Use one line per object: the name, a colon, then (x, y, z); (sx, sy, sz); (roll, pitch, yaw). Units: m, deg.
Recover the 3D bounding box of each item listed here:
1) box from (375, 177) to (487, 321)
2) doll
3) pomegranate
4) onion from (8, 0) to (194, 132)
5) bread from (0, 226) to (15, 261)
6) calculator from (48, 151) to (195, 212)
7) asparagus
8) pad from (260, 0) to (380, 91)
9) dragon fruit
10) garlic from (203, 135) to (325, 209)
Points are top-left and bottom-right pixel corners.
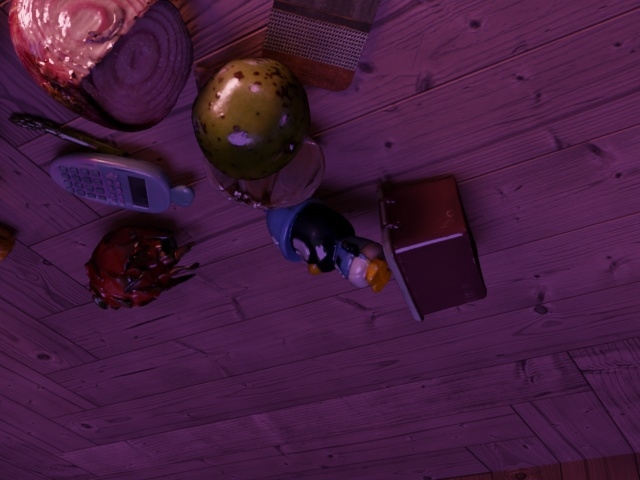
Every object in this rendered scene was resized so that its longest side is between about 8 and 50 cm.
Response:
box: (0.234, 0.016, 1.535); (0.168, 0.193, 0.294); (-14, 139, 14)
doll: (0.000, 0.000, 1.517); (0.314, 0.141, 0.177); (32, 169, 27)
pomegranate: (-0.138, -0.222, 1.263); (0.248, 0.214, 0.214); (40, 154, 28)
onion: (-0.354, -0.307, 1.169); (0.231, 0.272, 0.256); (24, 140, 18)
bread: (-0.812, -0.018, 1.693); (0.114, 0.083, 0.211); (-32, 129, 32)
calculator: (-0.406, -0.118, 1.528); (0.299, 0.041, 0.185); (9, 154, -3)
asparagus: (-0.493, -0.204, 1.461); (0.236, 0.027, 0.034); (19, 152, -18)
pad: (-0.081, -0.348, 1.204); (0.324, 0.055, 0.250); (-3, 146, -18)
dragon fruit: (-0.405, 0.052, 1.657); (0.274, 0.193, 0.192); (-32, 137, 7)
garlic: (-0.106, -0.131, 1.405); (0.230, 0.177, 0.143); (14, 166, 6)
